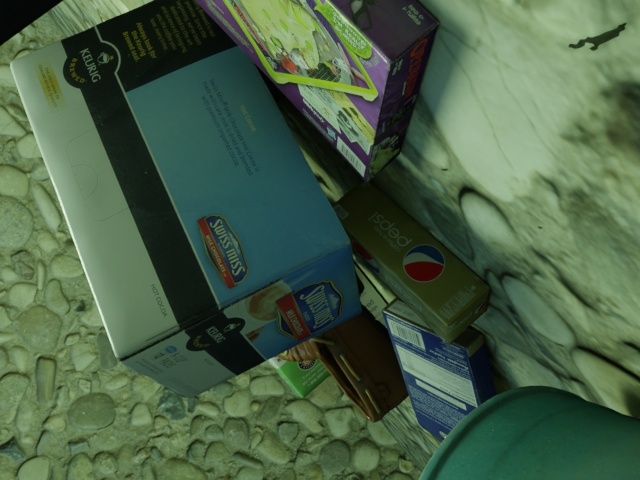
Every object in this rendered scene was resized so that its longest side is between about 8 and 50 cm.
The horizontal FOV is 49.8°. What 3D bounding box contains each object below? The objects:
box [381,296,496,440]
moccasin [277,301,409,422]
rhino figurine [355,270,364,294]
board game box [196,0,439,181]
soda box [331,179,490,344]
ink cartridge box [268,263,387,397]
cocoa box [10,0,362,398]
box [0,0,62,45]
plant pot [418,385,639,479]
[{"bbox_3d":[0.161,0.184,0.878,0.136,0.036,0.225,22,140,46],"label":"box"},{"bbox_3d":[-0.020,0.117,0.946,0.380,0.147,0.139,45,169,-29],"label":"moccasin"},{"bbox_3d":[0.000,0.000,0.990,0.106,0.073,0.243,28,158,55],"label":"rhino figurine"},{"bbox_3d":[-0.058,-0.214,0.535,0.347,0.056,0.208,48,174,11],"label":"board game box"},{"bbox_3d":[0.089,0.020,0.711,0.181,0.058,0.061,46,169,27],"label":"soda box"},{"bbox_3d":[-0.050,0.076,1.108,0.278,0.201,0.117,52,170,-8],"label":"ink cartridge box"},{"bbox_3d":[-0.131,-0.048,0.739,0.347,0.228,0.231,62,175,22],"label":"cocoa box"},{"bbox_3d":[-0.511,-0.500,0.735,0.472,0.297,0.480,49,169,-5],"label":"box"},{"bbox_3d":[0.227,0.248,0.435,0.272,0.271,0.255,53,154,-19],"label":"plant pot"}]
